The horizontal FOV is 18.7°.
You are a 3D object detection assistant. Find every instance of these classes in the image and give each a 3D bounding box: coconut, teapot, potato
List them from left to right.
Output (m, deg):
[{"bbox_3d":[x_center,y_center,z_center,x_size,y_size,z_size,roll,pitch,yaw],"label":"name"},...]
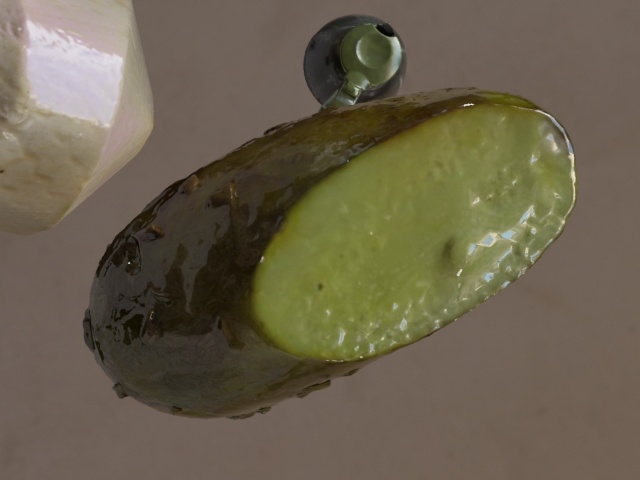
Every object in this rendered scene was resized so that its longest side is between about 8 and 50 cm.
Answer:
[{"bbox_3d":[-0.246,-0.127,1.524,0.259,0.259,0.259,46,27,-32],"label":"coconut"},{"bbox_3d":[0.000,0.000,1.068,0.141,0.298,0.176,51,21,-24],"label":"potato"},{"bbox_3d":[0.036,-0.145,1.737,0.091,0.092,0.124,159,-67,-79],"label":"teapot"}]
